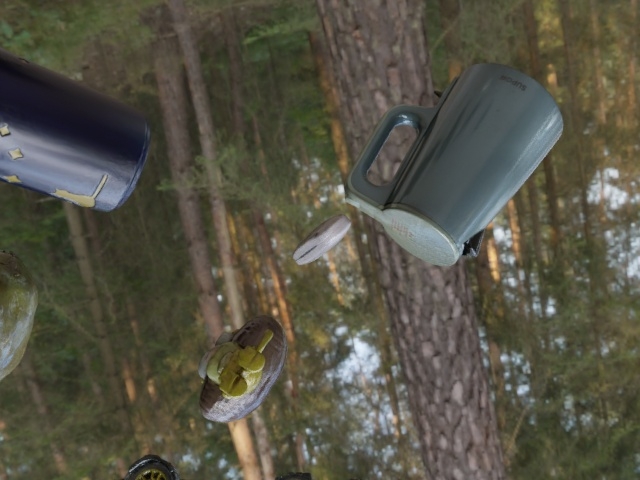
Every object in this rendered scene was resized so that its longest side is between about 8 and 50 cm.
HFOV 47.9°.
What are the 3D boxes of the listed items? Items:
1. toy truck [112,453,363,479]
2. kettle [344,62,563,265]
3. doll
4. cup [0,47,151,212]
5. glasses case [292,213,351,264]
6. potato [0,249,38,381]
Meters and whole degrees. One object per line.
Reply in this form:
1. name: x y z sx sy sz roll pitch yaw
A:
1. toy truck: -0.054 0.285 0.618 0.273 0.157 0.124 1 150 15
2. kettle: 0.164 -0.107 0.945 0.243 0.211 0.160 -52 168 -19
3. doll: -0.093 0.146 0.878 0.145 0.096 0.188 -61 179 -33
4. cup: -0.408 -0.157 1.047 0.256 0.178 0.255 21 177 -34
5. glasses case: 0.000 0.000 0.594 0.032 0.021 0.083 -45 -177 -25
6. potato: -0.683 0.173 1.393 0.221 0.326 0.243 34 -153 2
